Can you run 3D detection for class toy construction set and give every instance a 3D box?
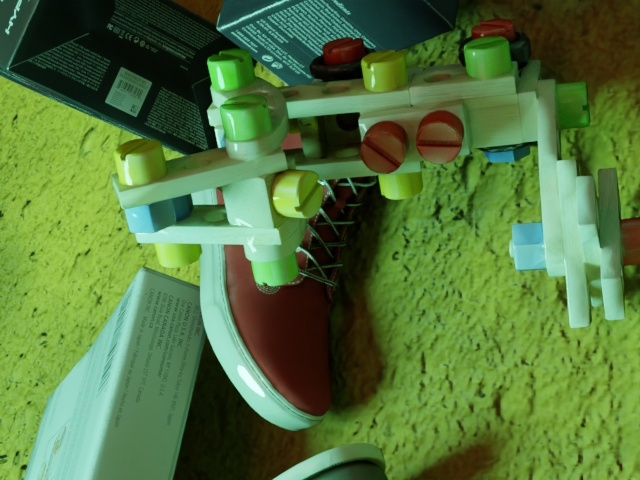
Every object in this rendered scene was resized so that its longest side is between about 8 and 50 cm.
[{"bbox_3d":[0.049,-0.050,0.941,0.328,0.215,0.151,9,116,7],"label":"toy construction set"}]

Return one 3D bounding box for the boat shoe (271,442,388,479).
[{"bbox_3d":[-0.043,0.258,0.997,0.305,0.109,0.091,-51,47,24],"label":"boat shoe"}]

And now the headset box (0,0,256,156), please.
[{"bbox_3d":[-0.231,-0.182,1.262,0.293,0.218,0.110,24,90,46],"label":"headset box"}]

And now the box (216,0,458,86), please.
[{"bbox_3d":[0.021,-0.216,1.109,0.158,0.093,0.156,-16,51,39],"label":"box"}]

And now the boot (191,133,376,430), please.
[{"bbox_3d":[0.000,0.000,1.072,0.176,0.088,0.244,-36,49,26],"label":"boot"}]

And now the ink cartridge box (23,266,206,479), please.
[{"bbox_3d":[-0.178,0.205,1.119,0.261,0.066,0.296,132,155,-53],"label":"ink cartridge box"}]
